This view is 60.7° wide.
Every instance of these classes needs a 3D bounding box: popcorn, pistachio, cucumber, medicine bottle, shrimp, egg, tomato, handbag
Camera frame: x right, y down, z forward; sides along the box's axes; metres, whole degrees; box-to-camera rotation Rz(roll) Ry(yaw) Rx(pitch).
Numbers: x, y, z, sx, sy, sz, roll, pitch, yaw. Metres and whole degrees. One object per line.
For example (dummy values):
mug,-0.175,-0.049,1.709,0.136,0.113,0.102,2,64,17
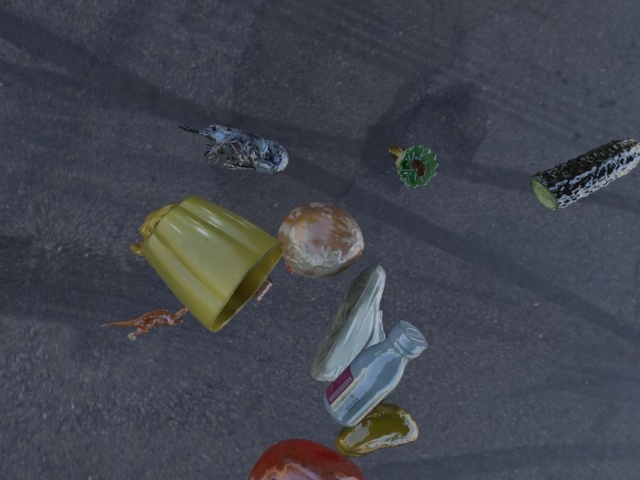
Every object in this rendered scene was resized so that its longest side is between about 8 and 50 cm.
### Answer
popcorn,-0.426,0.002,1.581,0.191,0.253,0.190,-50,116,-16
pistachio,0.118,0.396,1.166,0.189,0.110,0.100,-7,50,-11
cucumber,0.464,-0.121,0.934,0.265,0.077,0.077,-24,99,-19
medicine bottle,0.101,0.243,1.004,0.090,0.090,0.216,31,111,-22
shrimp,-0.272,-0.300,1.767,0.372,0.172,0.137,6,87,-22
egg,0.000,0.000,1.346,0.195,0.233,0.195,9,78,-48
tomato,-0.040,0.692,1.455,0.290,0.325,0.293,44,57,-61
handbag,-0.222,0.088,1.578,0.151,0.193,0.072,35,97,-26

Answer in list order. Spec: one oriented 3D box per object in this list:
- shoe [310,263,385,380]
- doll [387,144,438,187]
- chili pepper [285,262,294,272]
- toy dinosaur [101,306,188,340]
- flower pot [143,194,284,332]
shoe,0.110,0.222,1.332,0.159,0.124,0.316,34,81,-12
doll,0.174,-0.150,1.013,0.077,0.113,0.078,-36,109,17
chili pepper,-0.095,0.057,1.992,0.073,0.070,0.123,28,57,-42
toy dinosaur,-0.458,0.216,1.474,0.212,0.142,0.057,3,60,-59
flower pot,-0.186,0.027,0.921,0.179,0.195,0.195,39,71,5
